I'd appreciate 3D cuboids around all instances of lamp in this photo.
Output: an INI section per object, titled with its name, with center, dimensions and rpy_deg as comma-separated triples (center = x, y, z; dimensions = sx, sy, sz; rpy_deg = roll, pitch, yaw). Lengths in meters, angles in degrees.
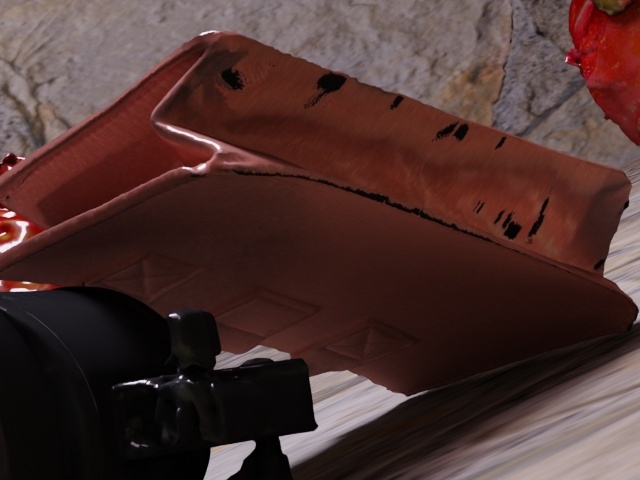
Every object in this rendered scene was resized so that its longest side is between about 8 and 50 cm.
[lamp]
center = -0.099, 0.063, 0.549
dimensions = 0.172, 0.147, 0.227
rpy_deg = -12, -4, 20

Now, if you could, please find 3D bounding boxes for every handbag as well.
[handbag]
center = 0.000, 0.000, 0.661
dimensions = 0.212, 0.059, 0.157
rpy_deg = 18, -29, -36

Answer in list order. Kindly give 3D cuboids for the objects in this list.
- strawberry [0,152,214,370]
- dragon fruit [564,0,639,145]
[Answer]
[strawberry]
center = -0.146, 0.074, 1.059
dimensions = 0.234, 0.233, 0.178
rpy_deg = -23, 29, -26
[dragon fruit]
center = 0.344, -0.194, 1.367
dimensions = 0.291, 0.269, 0.250
rpy_deg = -27, 7, 39
